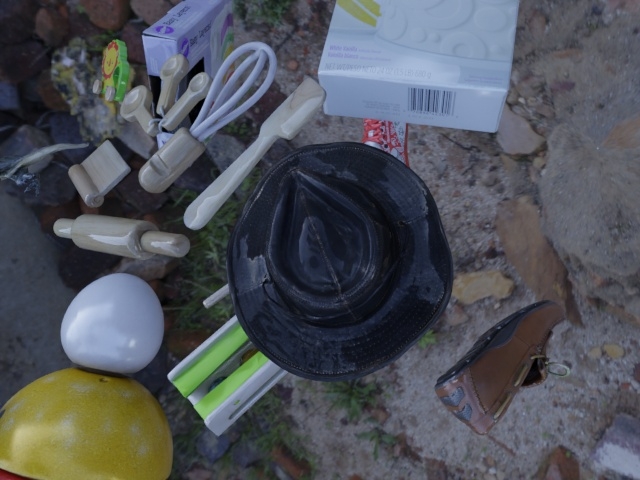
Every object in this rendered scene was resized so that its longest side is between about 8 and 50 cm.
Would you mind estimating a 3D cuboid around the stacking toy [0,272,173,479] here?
[{"bbox_3d":[-0.287,0.273,0.683,0.351,0.350,0.479,5,76,25],"label":"stacking toy"}]

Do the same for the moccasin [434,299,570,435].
[{"bbox_3d":[0.375,0.231,1.116,0.147,0.380,0.139,53,132,10],"label":"moccasin"}]

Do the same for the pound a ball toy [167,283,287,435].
[{"bbox_3d":[-0.140,0.185,1.129,0.319,0.135,0.208,-41,64,-16],"label":"pound a ball toy"}]

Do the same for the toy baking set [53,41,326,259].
[{"bbox_3d":[-0.122,-0.075,0.470,0.256,0.030,0.196,12,74,38],"label":"toy baking set"}]

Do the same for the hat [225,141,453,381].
[{"bbox_3d":[0.000,0.000,0.725,0.331,0.134,0.331,-6,70,16],"label":"hat"}]

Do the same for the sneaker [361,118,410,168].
[{"bbox_3d":[0.125,-0.214,1.259,0.090,0.145,0.270,-1,108,33],"label":"sneaker"}]

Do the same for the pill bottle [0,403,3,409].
[{"bbox_3d":[-0.496,0.350,0.864,0.272,0.152,0.152,40,112,16],"label":"pill bottle"}]

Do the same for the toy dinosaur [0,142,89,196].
[{"bbox_3d":[-0.561,-0.124,1.067,0.268,0.118,0.064,-18,128,-6],"label":"toy dinosaur"}]

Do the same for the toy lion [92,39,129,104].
[{"bbox_3d":[-0.338,-0.280,0.963,0.100,0.034,0.096,32,107,46],"label":"toy lion"}]

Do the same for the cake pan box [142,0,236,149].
[{"bbox_3d":[-0.231,-0.302,1.076,0.070,0.267,0.245,10,130,9],"label":"cake pan box"}]

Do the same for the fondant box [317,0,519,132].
[{"bbox_3d":[0.147,-0.322,0.814,0.238,0.096,0.330,8,67,11],"label":"fondant box"}]
